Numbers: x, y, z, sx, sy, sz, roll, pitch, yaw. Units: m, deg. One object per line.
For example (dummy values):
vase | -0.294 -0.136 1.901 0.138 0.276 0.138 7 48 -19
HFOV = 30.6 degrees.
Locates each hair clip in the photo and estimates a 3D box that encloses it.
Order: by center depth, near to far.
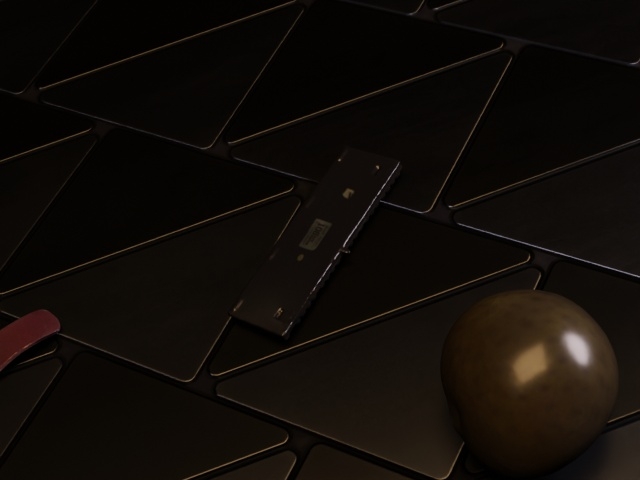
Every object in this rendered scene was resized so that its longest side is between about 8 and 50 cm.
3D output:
hair clip | -0.412 0.140 1.564 0.137 0.022 0.054 -37 53 -16

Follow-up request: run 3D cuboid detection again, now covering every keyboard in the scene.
keyboard | 0.000 0.000 1.585 0.106 0.027 0.317 20 60 28

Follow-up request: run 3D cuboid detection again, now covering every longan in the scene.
longan | 0.236 0.158 1.319 0.197 0.196 0.220 -9 48 4
